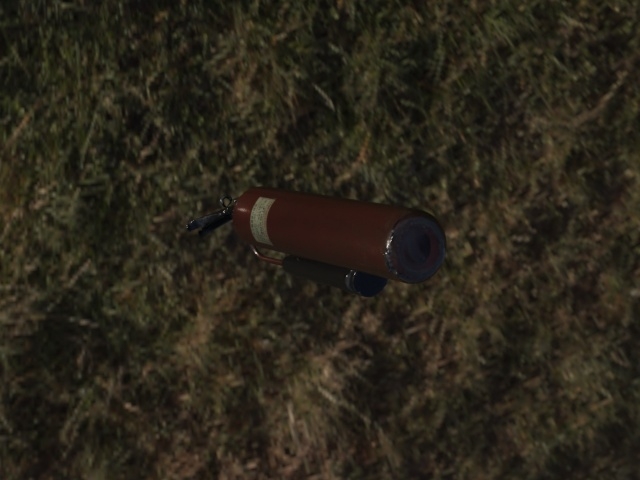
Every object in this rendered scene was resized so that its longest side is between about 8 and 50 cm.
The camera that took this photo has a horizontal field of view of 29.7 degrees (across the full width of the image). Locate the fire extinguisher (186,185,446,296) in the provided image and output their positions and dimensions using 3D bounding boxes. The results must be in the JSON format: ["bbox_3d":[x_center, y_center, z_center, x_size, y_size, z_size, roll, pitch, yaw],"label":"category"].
[{"bbox_3d":[0.000,0.000,0.527,0.049,0.173,0.035,30,82,-29],"label":"fire extinguisher"}]
